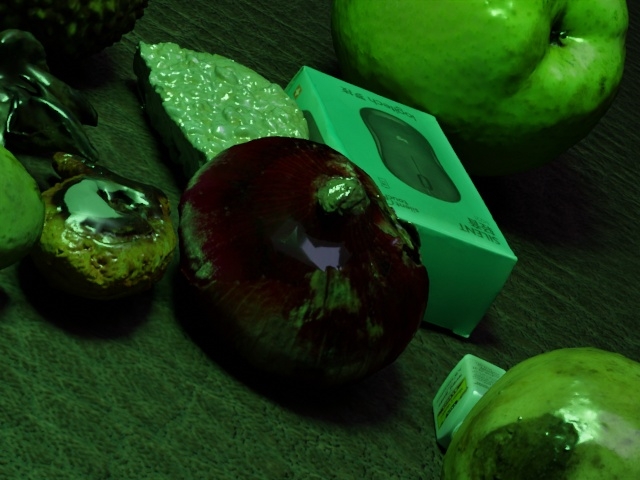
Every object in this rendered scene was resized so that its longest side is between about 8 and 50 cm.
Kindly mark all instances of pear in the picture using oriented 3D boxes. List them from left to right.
[{"bbox_3d":[0.212,-0.258,2.305,0.391,0.391,0.391,27,26,-14],"label":"pear"}]

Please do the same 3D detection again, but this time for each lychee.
[{"bbox_3d":[-0.293,-0.318,1.974,0.236,0.271,0.236,4,44,-4],"label":"lychee"}]

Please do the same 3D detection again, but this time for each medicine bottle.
[{"bbox_3d":[0.151,0.177,1.800,0.055,0.074,0.118,26,27,-16],"label":"medicine bottle"}]

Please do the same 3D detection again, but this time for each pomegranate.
[{"bbox_3d":[0.232,0.227,1.594,0.281,0.281,0.281,27,26,-14],"label":"pomegranate"}]

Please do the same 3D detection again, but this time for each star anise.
[{"bbox_3d":[-0.324,-0.157,1.772,0.272,0.103,0.272,16,20,-6],"label":"star anise"}]

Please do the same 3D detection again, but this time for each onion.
[{"bbox_3d":[0.000,0.000,1.755,0.272,0.195,0.272,19,49,-24],"label":"onion"}]

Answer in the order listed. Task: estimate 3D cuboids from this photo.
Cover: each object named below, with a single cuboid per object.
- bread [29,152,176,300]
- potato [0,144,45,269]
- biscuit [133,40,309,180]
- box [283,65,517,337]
[{"bbox_3d":[-0.205,-0.011,1.713,0.139,0.095,0.269,26,11,-9],"label":"bread"},{"bbox_3d":[-0.372,-0.056,1.534,0.298,0.141,0.176,30,37,-23],"label":"potato"},{"bbox_3d":[-0.099,-0.124,2.006,0.179,0.084,0.281,2,33,-23],"label":"biscuit"},{"bbox_3d":[0.071,-0.049,2.063,0.205,0.118,0.311,17,29,-28],"label":"box"}]
